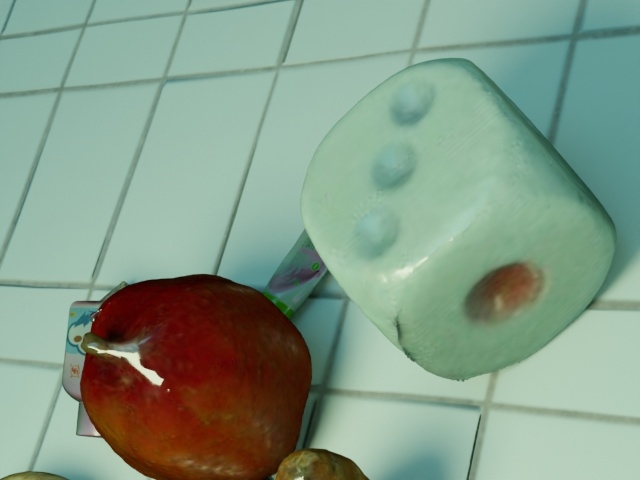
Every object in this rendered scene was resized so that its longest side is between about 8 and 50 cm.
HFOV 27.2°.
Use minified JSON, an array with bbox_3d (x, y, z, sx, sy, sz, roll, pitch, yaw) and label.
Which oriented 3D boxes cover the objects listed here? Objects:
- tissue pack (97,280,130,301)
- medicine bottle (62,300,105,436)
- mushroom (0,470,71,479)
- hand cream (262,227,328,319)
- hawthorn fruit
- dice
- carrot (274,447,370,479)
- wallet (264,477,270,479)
[{"bbox_3d":[-0.294,0.110,1.957,0.063,0.035,0.083,-38,46,15],"label":"tissue pack"},{"bbox_3d":[-0.294,0.182,1.856,0.119,0.094,0.188,0,79,21],"label":"medicine bottle"},{"bbox_3d":[-0.403,0.424,1.764,0.254,0.184,0.255,-12,66,27],"label":"mushroom"},{"bbox_3d":[-0.001,-0.001,1.787,0.079,0.050,0.275,31,81,19],"label":"hand cream"},{"bbox_3d":[-0.152,0.168,1.635,0.295,0.311,0.295,0,70,-1],"label":"hawthorn fruit"},{"bbox_3d":[0.157,-0.027,1.516,0.268,0.264,0.262,-41,47,14],"label":"dice"},{"bbox_3d":[0.016,0.314,1.450,0.159,0.225,0.159,-11,47,12],"label":"carrot"},{"bbox_3d":[-0.097,0.396,1.629,0.168,0.052,0.245,-44,44,5],"label":"wallet"}]
